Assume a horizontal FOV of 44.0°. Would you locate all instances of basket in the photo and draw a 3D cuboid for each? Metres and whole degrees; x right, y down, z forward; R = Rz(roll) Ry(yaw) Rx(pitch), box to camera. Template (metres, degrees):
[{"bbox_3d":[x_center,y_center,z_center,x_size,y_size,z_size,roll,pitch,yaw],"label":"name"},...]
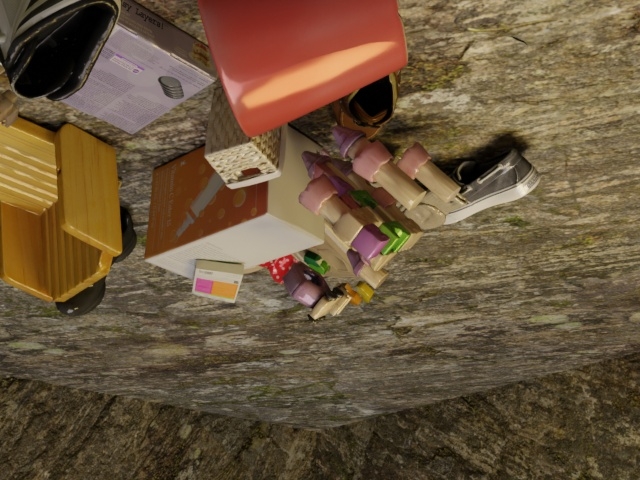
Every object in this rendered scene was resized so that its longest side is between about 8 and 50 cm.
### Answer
[{"bbox_3d":[-0.133,-0.194,1.401,0.113,0.167,0.103,-13,145,25],"label":"basket"}]

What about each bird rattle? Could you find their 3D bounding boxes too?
[{"bbox_3d":[-0.177,0.035,1.936,0.253,0.143,0.207,-7,137,9],"label":"bird rattle"}]

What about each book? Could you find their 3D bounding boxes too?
[{"bbox_3d":[-0.215,0.084,1.638,0.096,0.035,0.144,8,155,-10],"label":"book"}]

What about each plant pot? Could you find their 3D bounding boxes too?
[{"bbox_3d":[-0.020,-0.302,1.080,0.243,0.275,0.275,-14,153,4],"label":"plant pot"}]

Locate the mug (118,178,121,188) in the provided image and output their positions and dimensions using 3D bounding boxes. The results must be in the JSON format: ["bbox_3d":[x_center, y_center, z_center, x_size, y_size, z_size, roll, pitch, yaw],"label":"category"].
[{"bbox_3d":[-0.473,-0.119,1.697,0.062,0.078,0.064,39,137,-4],"label":"mug"}]

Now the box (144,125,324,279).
[{"bbox_3d":[-0.173,-0.072,1.591,0.345,0.215,0.168,-19,149,35],"label":"box"}]

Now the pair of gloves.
[{"bbox_3d":[0.164,-0.106,1.651,0.240,0.042,0.204,28,151,-8],"label":"pair of gloves"}]

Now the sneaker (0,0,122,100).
[{"bbox_3d":[-0.449,-0.301,1.062,0.447,0.258,0.169,-12,152,25],"label":"sneaker"}]

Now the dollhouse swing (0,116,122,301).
[{"bbox_3d":[-0.615,-0.063,1.567,0.304,0.315,0.346,7,157,-42],"label":"dollhouse swing"}]

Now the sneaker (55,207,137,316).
[{"bbox_3d":[-0.513,0.040,1.790,0.109,0.286,0.130,21,144,1],"label":"sneaker"}]

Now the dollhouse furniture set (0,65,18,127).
[{"bbox_3d":[-0.591,-0.239,1.295,0.144,0.123,0.151,45,153,-7],"label":"dollhouse furniture set"}]

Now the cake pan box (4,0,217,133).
[{"bbox_3d":[-0.346,-0.293,1.303,0.245,0.070,0.266,-25,145,39],"label":"cake pan box"}]

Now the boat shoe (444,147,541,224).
[{"bbox_3d":[0.312,-0.117,1.640,0.102,0.108,0.301,47,151,-15],"label":"boat shoe"}]

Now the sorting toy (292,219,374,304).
[{"bbox_3d":[0.015,0.050,1.831,0.307,0.041,0.229,46,155,-19],"label":"sorting toy"}]

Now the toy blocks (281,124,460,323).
[{"bbox_3d":[0.039,-0.067,1.433,0.309,0.260,0.288,-52,165,19],"label":"toy blocks"}]

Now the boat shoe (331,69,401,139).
[{"bbox_3d":[0.075,-0.243,1.356,0.110,0.105,0.307,-1,156,-2],"label":"boat shoe"}]
